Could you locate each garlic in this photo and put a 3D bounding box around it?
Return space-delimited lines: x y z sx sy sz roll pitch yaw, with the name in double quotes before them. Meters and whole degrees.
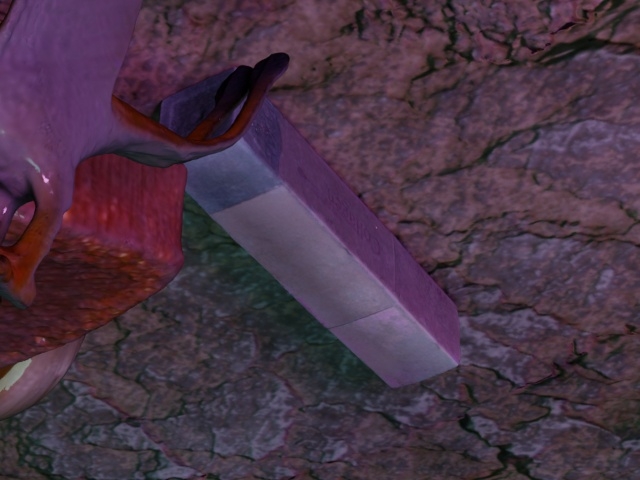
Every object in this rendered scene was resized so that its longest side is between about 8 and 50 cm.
"garlic" -0.239 0.073 1.343 0.207 0.128 0.115 -30 155 22

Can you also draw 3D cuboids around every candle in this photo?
"candle" -0.229 0.001 1.131 0.287 0.131 0.317 -2 155 -2

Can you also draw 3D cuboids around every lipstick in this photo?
"lipstick" 0.000 0.000 1.276 0.068 0.066 0.317 -22 136 24

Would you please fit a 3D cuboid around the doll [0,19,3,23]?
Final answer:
"doll" -0.270 -0.135 1.093 0.217 0.085 0.183 19 151 -32

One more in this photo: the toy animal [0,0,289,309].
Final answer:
"toy animal" -0.141 -0.072 0.946 0.225 0.302 0.284 -15 137 31
